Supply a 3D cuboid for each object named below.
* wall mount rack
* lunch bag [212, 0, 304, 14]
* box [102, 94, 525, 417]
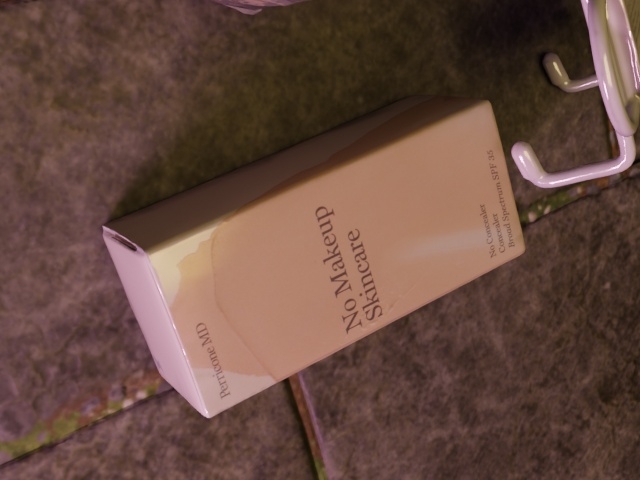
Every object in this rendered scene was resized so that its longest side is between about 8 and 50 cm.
[{"bbox_3d":[0.185,-0.225,0.758,0.304,0.130,0.350,66,30,-24],"label":"wall mount rack"},{"bbox_3d":[-0.044,-0.312,0.609,0.168,0.235,0.287,8,96,-26],"label":"lunch bag"},{"bbox_3d":[0.000,0.000,0.755,0.311,0.121,0.148,-27,111,-21],"label":"box"}]
